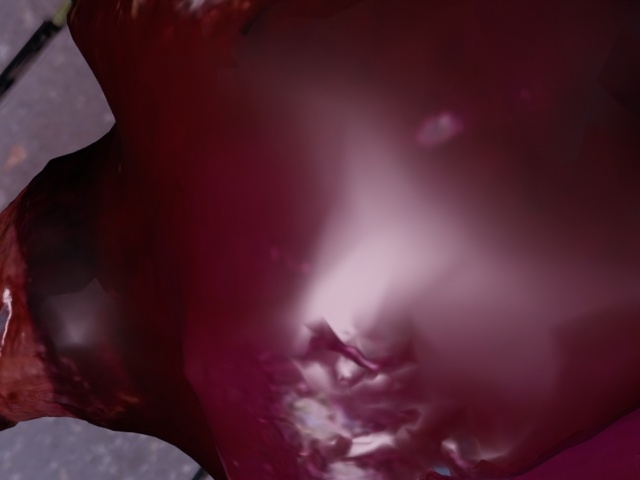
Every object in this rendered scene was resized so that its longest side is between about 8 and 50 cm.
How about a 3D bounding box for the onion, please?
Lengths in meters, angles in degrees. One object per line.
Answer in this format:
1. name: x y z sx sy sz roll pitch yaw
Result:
1. onion: 0.000 0.000 0.551 0.420 0.398 0.398 -21 122 19
